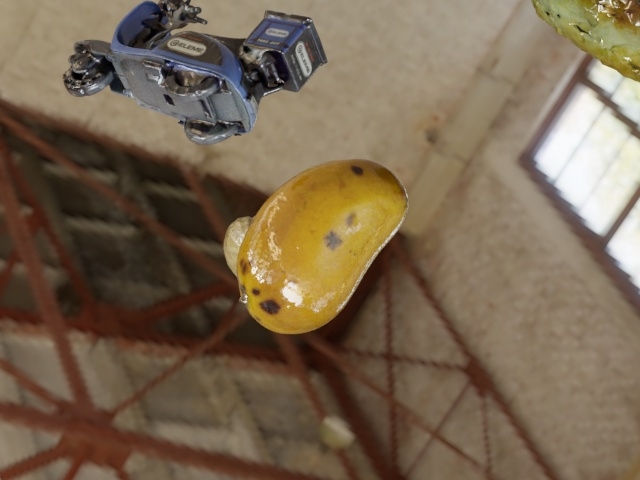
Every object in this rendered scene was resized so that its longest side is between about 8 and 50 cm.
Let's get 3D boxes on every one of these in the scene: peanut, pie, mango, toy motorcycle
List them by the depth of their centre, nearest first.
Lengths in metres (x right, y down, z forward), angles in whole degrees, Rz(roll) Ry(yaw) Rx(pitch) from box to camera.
[{"bbox_3d":[-0.003,-0.001,1.513,0.115,0.178,0.090,40,175,-28],"label":"mango"},{"bbox_3d":[0.348,-0.204,1.703,0.288,0.103,0.355,34,-160,8],"label":"pie"},{"bbox_3d":[-0.072,0.025,2.125,0.080,0.080,0.174,41,174,23],"label":"peanut"},{"bbox_3d":[-0.185,-0.247,2.362,0.359,0.125,0.212,16,-126,34],"label":"toy motorcycle"}]
